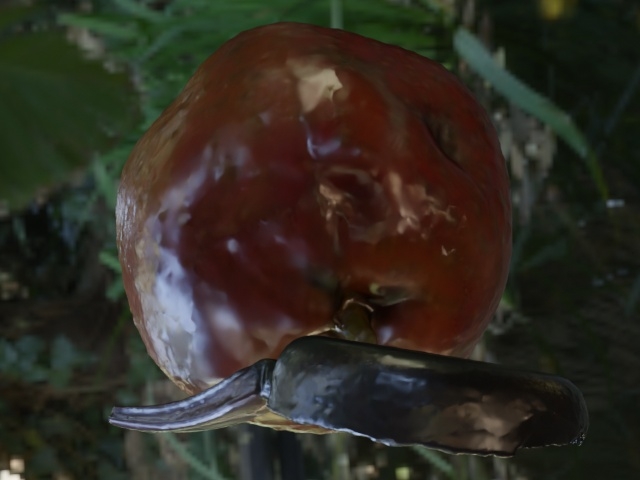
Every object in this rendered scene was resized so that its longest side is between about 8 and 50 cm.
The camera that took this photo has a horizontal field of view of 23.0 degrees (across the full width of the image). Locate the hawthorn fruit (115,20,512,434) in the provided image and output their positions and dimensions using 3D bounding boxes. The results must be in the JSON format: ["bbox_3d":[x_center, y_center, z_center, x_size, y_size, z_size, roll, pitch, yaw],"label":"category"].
[{"bbox_3d":[0.000,0.000,1.038,0.300,0.275,0.275,-108,17,-60],"label":"hawthorn fruit"}]

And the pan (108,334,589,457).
[{"bbox_3d":[0.000,0.057,0.587,0.212,0.115,0.040,-2,81,39],"label":"pan"}]
